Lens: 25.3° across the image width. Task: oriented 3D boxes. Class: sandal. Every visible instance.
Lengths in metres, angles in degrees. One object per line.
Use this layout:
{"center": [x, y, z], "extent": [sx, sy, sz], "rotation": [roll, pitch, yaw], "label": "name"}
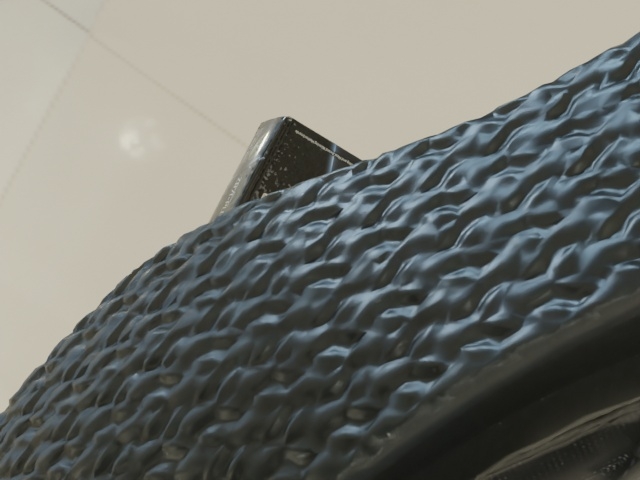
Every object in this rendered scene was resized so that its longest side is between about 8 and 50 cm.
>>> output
{"center": [0.063, 0.037, 0.461], "extent": [0.446, 0.167, 0.107], "rotation": [-25, 124, 24], "label": "sandal"}

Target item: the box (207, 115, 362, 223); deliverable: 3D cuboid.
{"center": [0.000, 0.000, 1.238], "extent": [0.180, 0.077, 0.147], "rotation": [31, 81, -17], "label": "box"}
